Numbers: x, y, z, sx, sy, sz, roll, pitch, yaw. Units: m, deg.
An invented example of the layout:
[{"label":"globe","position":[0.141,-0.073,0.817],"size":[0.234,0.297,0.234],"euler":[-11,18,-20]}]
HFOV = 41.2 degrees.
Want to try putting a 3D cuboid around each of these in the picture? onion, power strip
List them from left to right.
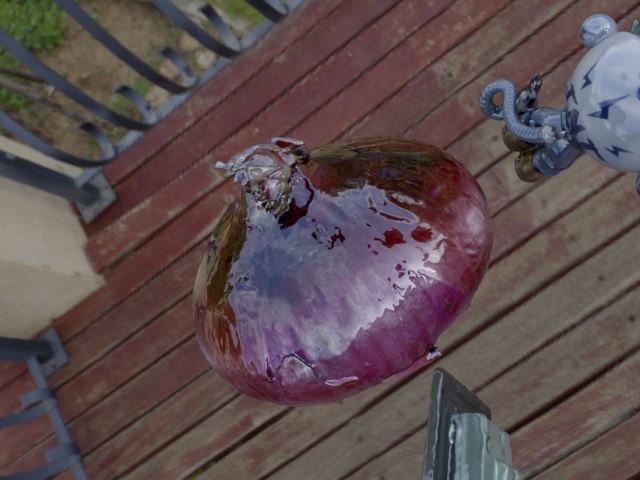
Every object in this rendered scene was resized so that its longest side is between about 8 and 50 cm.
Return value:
[{"label":"onion","position":[0.000,0.000,0.905],"size":[0.348,0.285,0.347],"euler":[-25,32,17]},{"label":"power strip","position":[0.202,0.319,1.117],"size":[0.092,0.257,0.251],"euler":[4,70,28]}]

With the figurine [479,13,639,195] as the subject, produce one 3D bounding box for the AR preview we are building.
[{"label":"figurine","position":[0.399,-0.170,1.178],"size":[0.186,0.382,0.261],"euler":[-35,93,-15]}]
